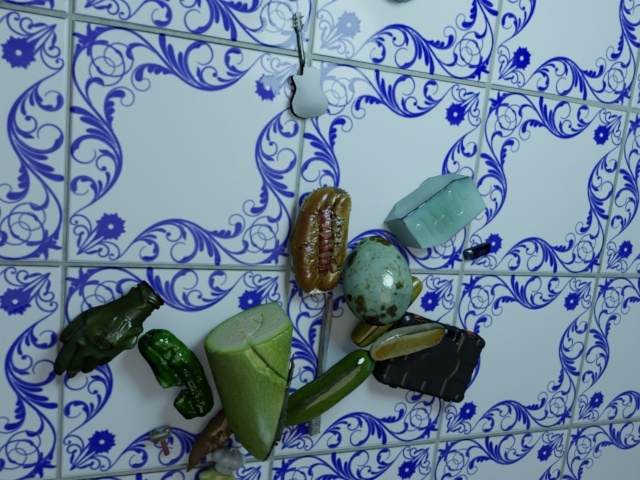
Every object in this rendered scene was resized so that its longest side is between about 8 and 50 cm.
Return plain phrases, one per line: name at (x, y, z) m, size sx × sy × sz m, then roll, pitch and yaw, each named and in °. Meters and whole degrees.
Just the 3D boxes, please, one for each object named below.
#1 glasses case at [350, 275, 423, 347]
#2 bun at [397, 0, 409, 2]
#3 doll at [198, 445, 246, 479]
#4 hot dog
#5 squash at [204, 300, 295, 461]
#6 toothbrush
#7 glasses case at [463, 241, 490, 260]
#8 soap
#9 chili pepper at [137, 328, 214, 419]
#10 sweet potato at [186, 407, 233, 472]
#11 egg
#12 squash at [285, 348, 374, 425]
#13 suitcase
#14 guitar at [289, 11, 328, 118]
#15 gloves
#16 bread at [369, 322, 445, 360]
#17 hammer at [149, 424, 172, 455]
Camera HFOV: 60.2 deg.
glasses case at (0.172, 0.182, 1.417) m, size 0.234 × 0.079 × 0.064 m, roll -44°, pitch 102°, yaw -7°
bun at (0.200, -0.623, 1.267) m, size 0.140 × 0.083 × 0.141 m, roll -4°, pitch 103°, yaw -17°
doll at (-0.246, 0.577, 1.351) m, size 0.106 × 0.062 × 0.162 m, roll 25°, pitch 90°, yaw -27°
hot dog at (0.000, 0.000, 1.321) m, size 0.144 × 0.075 × 0.268 m, roll 3°, pitch 102°, yaw -23°
squash at (-0.125, 0.336, 1.254) m, size 0.210 × 0.233 × 0.309 m, roll -22°, pitch 106°, yaw -13°
toothbrush at (0.002, 0.324, 1.411) m, size 0.037 × 0.028 × 0.375 m, roll 1°, pitch 100°, yaw -26°
glasses case at (0.433, 0.030, 1.514) m, size 0.083 × 0.023 × 0.034 m, roll -18°, pitch 104°, yaw -16°
soap at (0.291, -0.070, 1.407) m, size 0.230 × 0.091 × 0.145 m, roll -40°, pitch 111°, yaw -10°
chili pepper at (-0.320, 0.301, 1.261) m, size 0.099 × 0.083 × 0.253 m, roll -30°, pitch 114°, yaw -11°
sweet potato at (-0.256, 0.470, 1.325) m, size 0.206 × 0.068 × 0.060 m, roll -49°, pitch 154°, yaw -4°
egg at (0.136, 0.093, 1.330) m, size 0.169 × 0.169 × 0.231 m, roll 9°, pitch 59°, yaw -22°
squash at (-0.004, 0.378, 1.360) m, size 0.331 × 0.087 × 0.087 m, roll -32°, pitch 110°, yaw -5°
suitcase at (0.295, 0.317, 1.498) m, size 0.285 × 0.066 × 0.206 m, roll 19°, pitch 94°, yaw -22°
guitar at (-0.036, -0.395, 1.255) m, size 0.088 × 0.025 × 0.233 m, roll -11°, pitch 104°, yaw -17°
gloves at (-0.456, 0.193, 1.179) m, size 0.268 × 0.107 × 0.135 m, roll -44°, pitch 81°, yaw -5°
bread at (0.215, 0.248, 1.391) m, size 0.214 × 0.053 × 0.073 m, roll -10°, pitch 116°, yaw -20°
hammer at (-0.372, 0.476, 1.305) m, size 0.052 × 0.031 × 0.083 m, roll -14°, pitch 116°, yaw -14°
